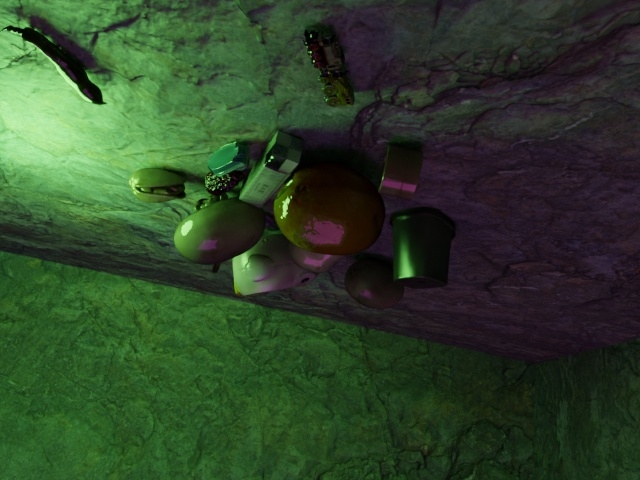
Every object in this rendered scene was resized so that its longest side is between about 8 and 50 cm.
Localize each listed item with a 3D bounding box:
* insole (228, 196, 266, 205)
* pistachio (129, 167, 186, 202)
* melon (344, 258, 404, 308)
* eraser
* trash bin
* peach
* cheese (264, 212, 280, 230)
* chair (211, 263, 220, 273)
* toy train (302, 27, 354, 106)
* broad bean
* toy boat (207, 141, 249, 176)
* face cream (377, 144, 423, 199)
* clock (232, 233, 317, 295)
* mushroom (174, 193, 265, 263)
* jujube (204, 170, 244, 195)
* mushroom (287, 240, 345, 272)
[{"bbox_3d":[-0.307,-0.157,2.166,0.192,0.010,0.063,3,156,23],"label":"insole"},{"bbox_3d":[-0.617,-0.209,2.032,0.215,0.143,0.144,6,159,-5],"label":"pistachio"},{"bbox_3d":[0.253,0.207,2.525,0.317,0.222,0.223,26,154,-36],"label":"melon"},{"bbox_3d":[-0.174,-0.228,1.804,0.097,0.098,0.404,18,157,-17],"label":"eraser"},{"bbox_3d":[0.378,0.041,2.012,0.219,0.250,0.220,21,157,-40],"label":"trash bin"},{"bbox_3d":[0.038,-0.094,1.766,0.373,0.289,0.372,1,126,1],"label":"peach"},{"bbox_3d":[-0.237,-0.079,2.287,0.105,0.042,0.191,-1,157,30],"label":"cheese"},{"bbox_3d":[-0.449,-0.005,2.355,0.176,0.183,0.326,40,155,-1],"label":"chair"},{"bbox_3d":[0.025,-0.417,1.301,0.085,0.053,0.249,-4,155,15],"label":"toy train"},{"bbox_3d":[-0.719,-0.485,1.490,0.098,0.055,0.318,2,152,39],"label":"broad bean"},{"bbox_3d":[-0.297,-0.258,1.805,0.215,0.088,0.102,-13,152,43],"label":"toy boat"},{"bbox_3d":[0.236,-0.203,1.598,0.104,0.149,0.149,12,159,1],"label":"face cream"},{"bbox_3d":[-0.193,0.099,2.399,0.377,0.250,0.368,-10,175,9],"label":"clock"},{"bbox_3d":[-0.396,-0.070,2.067,0.363,0.294,0.362,-23,176,-1],"label":"mushroom"},{"bbox_3d":[-0.354,-0.220,1.931,0.104,0.104,0.166,27,141,-35],"label":"jujube"},{"bbox_3d":[0.000,0.000,2.178,0.260,0.253,0.234,0,-159,6],"label":"mushroom"}]
